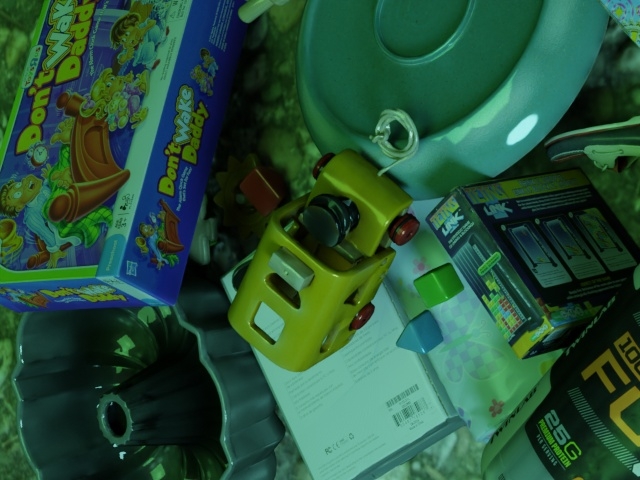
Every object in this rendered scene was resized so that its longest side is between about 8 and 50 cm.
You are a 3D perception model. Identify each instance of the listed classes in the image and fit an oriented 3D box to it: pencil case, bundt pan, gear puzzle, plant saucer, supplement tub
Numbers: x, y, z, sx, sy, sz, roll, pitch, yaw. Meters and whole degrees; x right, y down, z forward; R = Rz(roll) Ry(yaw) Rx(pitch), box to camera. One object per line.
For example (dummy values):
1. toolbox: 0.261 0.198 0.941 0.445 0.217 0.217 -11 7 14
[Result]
1. pencil case: 0.130 0.036 1.536 0.124 0.113 0.273 -32 74 28
2. bundt pan: -0.163 0.165 1.800 0.331 0.124 0.331 12 108 41
3. gear puzzle: -0.160 -0.063 1.828 0.339 0.044 0.175 4 103 41
4. plant saucer: 0.096 -0.190 1.500 0.317 0.044 0.317 -16 63 34
5. supplement tub: 0.281 0.117 1.346 0.193 0.193 0.316 48 116 26

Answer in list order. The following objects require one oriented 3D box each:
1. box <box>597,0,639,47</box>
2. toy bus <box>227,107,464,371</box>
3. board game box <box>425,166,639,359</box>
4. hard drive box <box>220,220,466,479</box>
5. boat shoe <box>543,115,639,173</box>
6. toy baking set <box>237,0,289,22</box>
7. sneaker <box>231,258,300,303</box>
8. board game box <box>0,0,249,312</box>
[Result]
1. box: 0.260 -0.298 1.261 0.290 0.279 0.177 52 126 22
2. toy bus: 0.000 0.012 1.470 0.191 0.104 0.202 -8 105 40
3. board game box: 0.185 0.015 1.445 0.048 0.170 0.141 -50 63 36
4. hard drive box: 0.034 0.089 1.644 0.181 0.089 0.232 -36 73 39
5. boat shoe: 0.244 -0.077 1.464 0.137 0.049 0.043 -10 92 37
6. toy baking set: 0.000 -0.308 1.594 0.256 0.030 0.197 -29 44 37
7. sneaker: -0.042 0.039 1.607 0.119 0.057 0.047 4 102 42
8. board game box: -0.203 -0.107 1.732 0.233 0.078 0.347 -5 65 42
